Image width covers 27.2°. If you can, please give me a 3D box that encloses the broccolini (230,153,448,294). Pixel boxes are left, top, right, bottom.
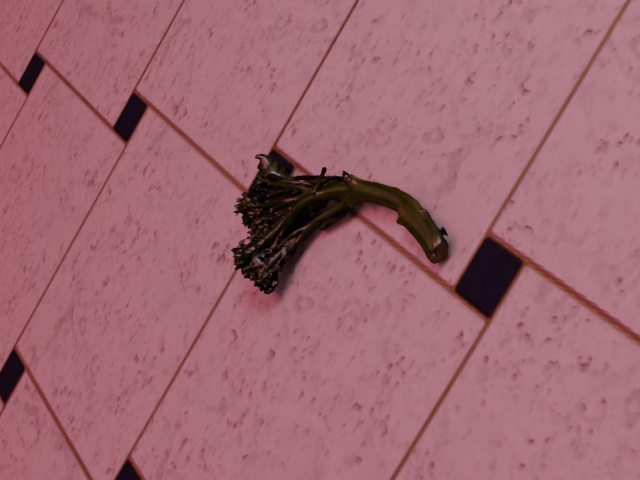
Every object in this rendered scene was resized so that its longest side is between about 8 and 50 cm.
[{"bbox_3d":[0.006,0.000,1.127,0.271,0.062,0.123,16,93,51],"label":"broccolini"}]
